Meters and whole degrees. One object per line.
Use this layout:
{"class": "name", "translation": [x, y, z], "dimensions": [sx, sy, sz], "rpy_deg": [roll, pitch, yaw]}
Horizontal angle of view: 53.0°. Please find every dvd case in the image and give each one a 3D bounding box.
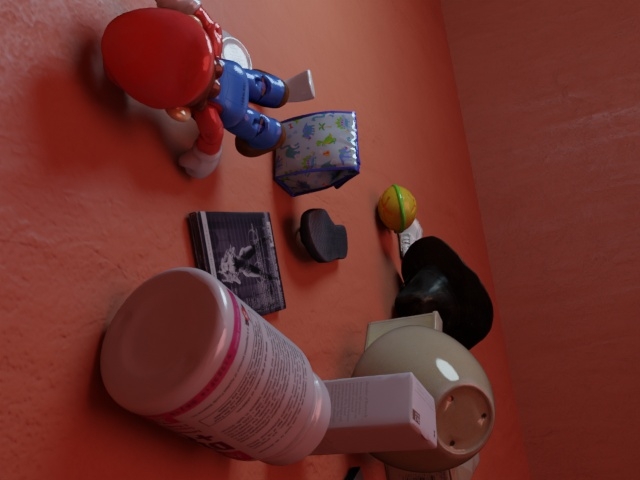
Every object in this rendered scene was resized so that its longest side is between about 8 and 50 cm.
{"class": "dvd case", "translation": [-0.119, 0.038, 0.970], "dimensions": [0.221, 0.018, 0.165], "rpy_deg": [-5, 85, -68]}

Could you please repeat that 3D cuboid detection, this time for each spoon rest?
{"class": "spoon rest", "translation": [-0.123, -0.271, 1.064], "dimensions": [0.276, 0.084, 0.137], "rpy_deg": [1, 77, -53]}

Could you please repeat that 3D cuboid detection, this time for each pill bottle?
{"class": "pill bottle", "translation": [-0.105, 0.164, 0.756], "dimensions": [0.283, 0.160, 0.161], "rpy_deg": [49, 36, -48]}

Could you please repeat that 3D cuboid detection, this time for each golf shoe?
{"class": "golf shoe", "translation": [0.251, 0.010, 1.797], "dimensions": [0.086, 0.069, 0.176], "rpy_deg": [-45, 119, -57]}

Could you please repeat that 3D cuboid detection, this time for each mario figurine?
{"class": "mario figurine", "translation": [-0.174, -0.210, 0.853], "dimensions": [0.198, 0.170, 0.320], "rpy_deg": [62, 19, 18]}

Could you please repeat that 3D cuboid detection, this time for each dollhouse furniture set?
{"class": "dollhouse furniture set", "translation": [0.220, 0.288, 1.455], "dimensions": [0.212, 0.160, 0.242], "rpy_deg": [-77, 147, -45]}

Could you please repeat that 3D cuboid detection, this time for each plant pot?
{"class": "plant pot", "translation": [0.217, 0.312, 1.209], "dimensions": [0.191, 0.284, 0.284], "rpy_deg": [179, -104, -69]}

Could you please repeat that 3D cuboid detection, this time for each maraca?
{"class": "maraca", "translation": [0.198, -0.079, 1.681], "dimensions": [0.186, 0.099, 0.127], "rpy_deg": [104, -21, -82]}

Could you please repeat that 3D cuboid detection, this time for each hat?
{"class": "hat", "translation": [0.269, 0.158, 1.611], "dimensions": [0.133, 0.331, 0.332], "rpy_deg": [-25, 106, -25]}

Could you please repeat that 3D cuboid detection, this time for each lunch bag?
{"class": "lunch bag", "translation": [-0.001, -0.163, 1.175], "dimensions": [0.096, 0.151, 0.129], "rpy_deg": [38, 44, -56]}

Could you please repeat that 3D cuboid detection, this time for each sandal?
{"class": "sandal", "translation": [0.000, 0.001, 1.241], "dimensions": [0.254, 0.054, 0.097], "rpy_deg": [32, 57, -72]}

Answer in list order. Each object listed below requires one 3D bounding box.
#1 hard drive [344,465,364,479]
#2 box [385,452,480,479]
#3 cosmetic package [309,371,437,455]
{"class": "hard drive", "translation": [0.068, 0.498, 1.172], "dimensions": [0.094, 0.022, 0.135], "rpy_deg": [-30, 107, -66]}
{"class": "box", "translation": [0.267, 0.503, 1.483], "dimensions": [0.311, 0.147, 0.121], "rpy_deg": [0, 80, -66]}
{"class": "cosmetic package", "translation": [0.049, 0.266, 0.972], "dimensions": [0.117, 0.231, 0.086], "rpy_deg": [52, 34, -48]}
